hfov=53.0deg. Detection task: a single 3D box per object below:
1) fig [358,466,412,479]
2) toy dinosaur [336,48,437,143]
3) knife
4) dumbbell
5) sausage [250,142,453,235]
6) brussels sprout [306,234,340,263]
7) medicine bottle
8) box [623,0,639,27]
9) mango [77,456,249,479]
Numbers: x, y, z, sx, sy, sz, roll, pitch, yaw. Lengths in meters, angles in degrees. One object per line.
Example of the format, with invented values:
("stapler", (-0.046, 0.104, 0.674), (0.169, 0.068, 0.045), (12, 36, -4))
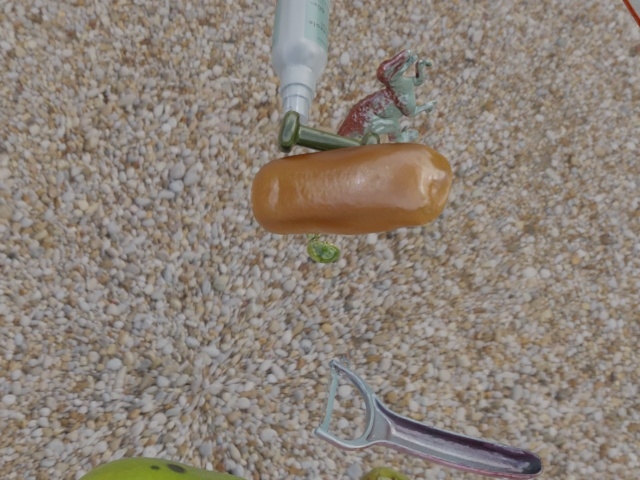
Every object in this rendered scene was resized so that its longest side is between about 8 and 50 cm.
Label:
("fig", (0.134, 0.531, 1.295), (0.153, 0.121, 0.136), (15, 85, -12))
("toy dinosaur", (0.060, -0.161, 0.874), (0.242, 0.167, 0.053), (-28, 68, 30))
("knife", (0.131, 0.232, 0.780), (0.278, 0.053, 0.123), (20, 45, -3))
("dumbbell", (0.009, -0.113, 0.741), (0.118, 0.052, 0.046), (15, 73, -5))
("sausage", (0.025, -0.053, 0.693), (0.238, 0.098, 0.098), (-2, 74, 30))
("brussels sprout", (-0.001, -0.001, 1.036), (0.051, 0.046, 0.083), (-18, 76, -14))
("medicine bottle", (-0.040, -0.369, 1.250), (0.110, 0.110, 0.351), (7, 61, -9))
("box", (0.593, -0.323, 0.749), (0.257, 0.318, 0.348), (-3, 59, -19))
("mango", (-0.182, 0.339, 0.782), (0.293, 0.175, 0.143), (20, 59, -45))
